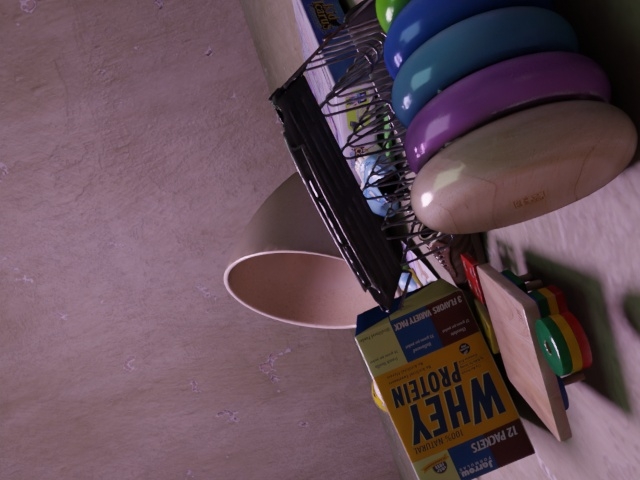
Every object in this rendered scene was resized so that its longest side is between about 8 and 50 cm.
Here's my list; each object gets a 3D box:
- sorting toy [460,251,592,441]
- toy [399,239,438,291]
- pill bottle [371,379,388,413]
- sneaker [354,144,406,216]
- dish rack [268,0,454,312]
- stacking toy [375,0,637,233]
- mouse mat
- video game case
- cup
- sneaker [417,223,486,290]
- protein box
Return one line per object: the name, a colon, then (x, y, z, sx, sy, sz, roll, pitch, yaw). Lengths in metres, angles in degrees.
sorting toy: (0.202, 0.091, 0.619, 0.274, 0.046, 0.132, -107, -1, -77)
toy: (0.170, 0.114, 1.041, 0.237, 0.056, 0.137, -117, 8, -56)
pill bottle: (0.173, 0.313, 1.428, 0.208, 0.119, 0.119, 84, 165, -69)
sneaker: (0.100, -0.076, 1.027, 0.073, 0.063, 0.162, 49, 174, 30)
dish rack: (0.058, -0.084, 0.534, 0.208, 0.074, 0.271, 60, -151, -20)
stacking toy: (0.090, -0.178, 0.454, 0.141, 0.141, 0.331, 86, 170, -73)
mouse mat: (0.081, -0.215, 1.009, 0.153, 0.007, 0.190, -115, 6, -46)
video game case: (0.024, -0.262, 1.052, 0.244, 0.061, 0.270, 79, 174, -60)
cup: (0.000, 0.000, 1.267, 0.331, 0.330, 0.237, 79, -162, -60)
sneaker: (0.144, -0.007, 0.753, 0.066, 0.071, 0.188, -115, 8, -47)
protein box: (0.145, 0.172, 0.828, 0.200, 0.135, 0.201, -12, -103, -86)
